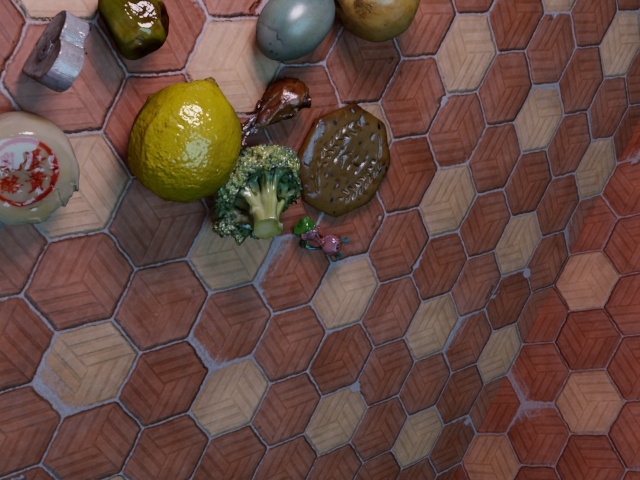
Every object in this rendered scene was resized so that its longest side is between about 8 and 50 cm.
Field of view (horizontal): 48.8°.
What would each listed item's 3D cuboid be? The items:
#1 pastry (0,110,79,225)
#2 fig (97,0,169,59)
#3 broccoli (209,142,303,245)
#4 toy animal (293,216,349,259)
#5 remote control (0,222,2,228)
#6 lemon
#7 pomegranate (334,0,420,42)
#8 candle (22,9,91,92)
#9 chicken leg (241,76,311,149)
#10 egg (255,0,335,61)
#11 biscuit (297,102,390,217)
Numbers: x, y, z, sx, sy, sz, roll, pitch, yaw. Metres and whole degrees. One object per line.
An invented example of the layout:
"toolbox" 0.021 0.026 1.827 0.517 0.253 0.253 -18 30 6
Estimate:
"pastry" -0.665 -0.158 1.564 0.265 0.133 0.264 -19 124 -31
"fig" -0.426 -0.494 1.592 0.166 0.144 0.154 33 104 -22
"broccoli" -0.179 -0.120 1.892 0.259 0.236 0.288 -62 165 -54
"toy animal" 0.000 0.000 2.183 0.103 0.100 0.208 -34 144 30
"remote control" -0.755 -0.020 1.627 0.034 0.016 0.091 16 99 -25
"lemon" -0.325 -0.241 1.701 0.268 0.268 0.321 6 106 -39
"pomegranate" 0.154 -0.667 1.900 0.261 0.260 0.260 -16 118 -32
"candle" -0.572 -0.396 1.528 0.169 0.192 0.068 -28 140 32
"chicken leg" -0.150 -0.335 1.895 0.304 0.113 0.093 -41 163 -17
"egg" -0.065 -0.563 1.819 0.236 0.169 0.169 -48 130 -12
"biscuit" 0.075 -0.240 2.154 0.359 0.046 0.358 -15 117 -33
